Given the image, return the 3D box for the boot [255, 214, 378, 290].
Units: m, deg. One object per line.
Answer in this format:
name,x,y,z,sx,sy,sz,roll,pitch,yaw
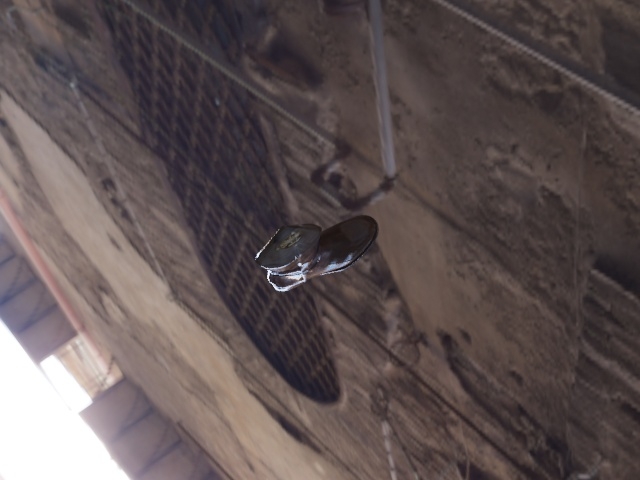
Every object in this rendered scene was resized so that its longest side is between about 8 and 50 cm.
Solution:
boot,0.000,0.000,0.822,0.106,0.114,0.037,-34,-105,-6
